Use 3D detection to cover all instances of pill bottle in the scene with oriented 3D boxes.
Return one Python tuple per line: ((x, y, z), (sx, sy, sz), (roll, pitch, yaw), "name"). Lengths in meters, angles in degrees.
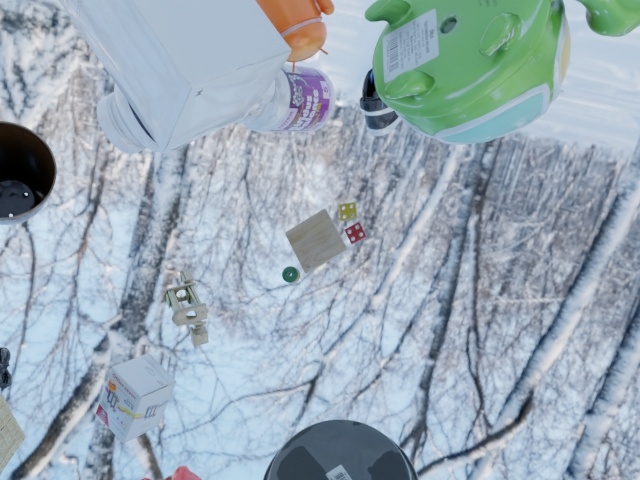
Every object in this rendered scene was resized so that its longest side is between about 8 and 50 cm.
((-0.260, -0.284, 1.242), (0.323, 0.181, 0.181), (-22, -178, 19), "pill bottle")
((-0.108, -0.349, 1.587), (0.169, 0.169, 0.302), (22, -159, 31), "pill bottle")

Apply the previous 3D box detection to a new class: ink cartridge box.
((-0.493, 0.418, 1.734), (0.128, 0.176, 0.127), (37, -154, 23), "ink cartridge box")

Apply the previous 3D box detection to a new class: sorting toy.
((0.000, 0.000, 1.765), (0.132, 0.275, 0.046), (62, -168, 18), "sorting toy")

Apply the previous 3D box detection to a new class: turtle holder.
((0.237, -0.270, 0.883), (0.227, 0.320, 0.243), (30, -159, -43), "turtle holder")

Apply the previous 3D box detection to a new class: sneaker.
((0.155, -0.323, 1.327), (0.079, 0.121, 0.217), (13, -129, 32), "sneaker")

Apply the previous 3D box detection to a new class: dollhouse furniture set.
((-0.414, 0.209, 1.942), (0.101, 0.160, 0.182), (-13, -143, -22), "dollhouse furniture set")

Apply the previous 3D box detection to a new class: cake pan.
((0.034, 0.443, 1.155), (0.293, 0.054, 0.293), (-2, -136, 2), "cake pan")

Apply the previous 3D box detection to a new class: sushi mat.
((-0.823, 0.487, 1.652), (0.019, 0.151, 0.316), (-26, -174, -12), "sushi mat")

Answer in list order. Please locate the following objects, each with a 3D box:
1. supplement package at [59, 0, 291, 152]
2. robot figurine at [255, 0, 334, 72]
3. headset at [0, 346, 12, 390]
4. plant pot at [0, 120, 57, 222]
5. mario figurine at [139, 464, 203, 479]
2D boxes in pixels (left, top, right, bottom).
((-0.217, -0.311, 0.933), (0.178, 0.175, 0.293), (-31, -97, -35), "supplement package")
((-0.068, -0.466, 1.345), (0.158, 0.219, 0.128), (-27, -174, -23), "robot figurine")
((-0.971, 0.387, 1.639), (0.394, 0.243, 0.185), (-27, -129, -5), "headset")
((-0.698, -0.121, 1.439), (0.216, 0.215, 0.230), (10, 164, -18), "plant pot")
((-0.420, 0.663, 1.570), (0.321, 0.170, 0.198), (-6, -129, -8), "mario figurine")
